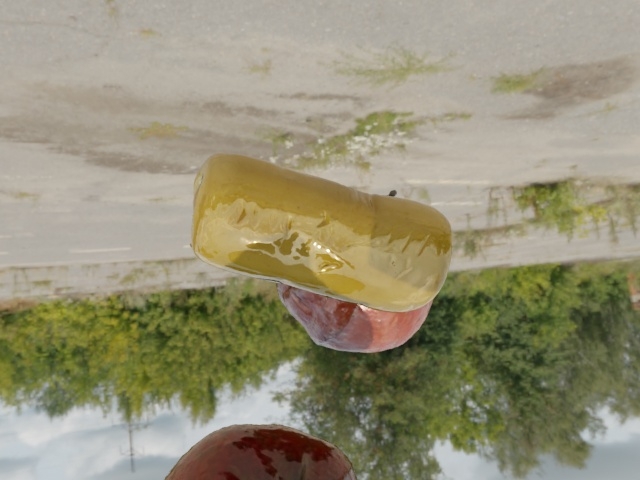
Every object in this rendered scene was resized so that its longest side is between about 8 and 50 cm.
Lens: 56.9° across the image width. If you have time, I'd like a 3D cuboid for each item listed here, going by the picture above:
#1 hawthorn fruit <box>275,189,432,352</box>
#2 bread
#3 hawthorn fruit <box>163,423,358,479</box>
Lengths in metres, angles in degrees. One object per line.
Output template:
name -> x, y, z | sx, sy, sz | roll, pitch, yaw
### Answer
hawthorn fruit -> 0.060, 0.026, 0.837 | 0.241, 0.242, 0.272 | -4, 149, -20
bread -> 0.000, 0.000, 0.672 | 0.305, 0.142, 0.091 | 14, -163, -11
hawthorn fruit -> -0.077, 0.347, 0.659 | 0.254, 0.254, 0.300 | -3, 142, -26
